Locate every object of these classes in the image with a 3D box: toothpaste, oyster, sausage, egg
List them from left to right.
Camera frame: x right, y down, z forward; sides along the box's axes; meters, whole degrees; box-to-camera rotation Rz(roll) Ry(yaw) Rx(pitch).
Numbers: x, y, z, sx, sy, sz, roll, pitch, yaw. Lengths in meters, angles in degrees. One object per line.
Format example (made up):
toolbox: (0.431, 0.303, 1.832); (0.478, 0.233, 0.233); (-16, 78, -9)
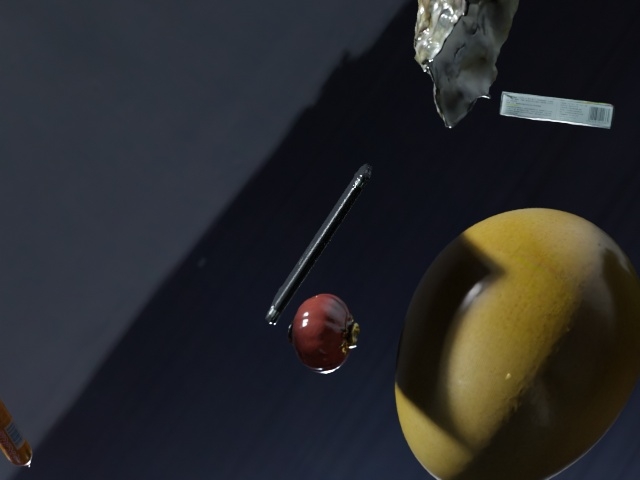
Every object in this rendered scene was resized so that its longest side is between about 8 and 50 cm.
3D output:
sausage: (-0.360, 0.223, 1.708); (0.031, 0.031, 0.107); (19, 140, 47)
oyster: (0.151, -0.268, 1.415); (0.100, 0.271, 0.275); (18, 135, 7)
egg: (0.207, 0.121, 1.577); (0.250, 0.322, 0.250); (21, -166, -6)
toothpaste: (0.344, -0.190, 2.168); (0.164, 0.034, 0.046); (8, -172, 8)

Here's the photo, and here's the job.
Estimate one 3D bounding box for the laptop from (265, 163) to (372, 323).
laptop: (0.000, 0.000, 1.518); (0.016, 0.180, 0.129); (34, -173, -2)

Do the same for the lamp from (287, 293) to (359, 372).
lamp: (0.004, 0.117, 1.887); (0.090, 0.101, 0.101); (3, 152, 22)
